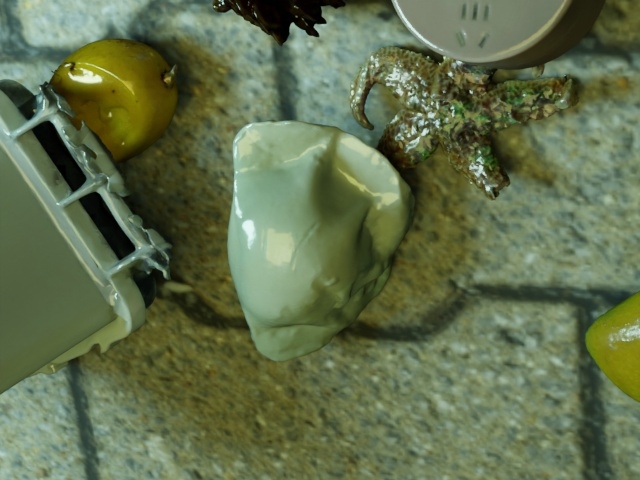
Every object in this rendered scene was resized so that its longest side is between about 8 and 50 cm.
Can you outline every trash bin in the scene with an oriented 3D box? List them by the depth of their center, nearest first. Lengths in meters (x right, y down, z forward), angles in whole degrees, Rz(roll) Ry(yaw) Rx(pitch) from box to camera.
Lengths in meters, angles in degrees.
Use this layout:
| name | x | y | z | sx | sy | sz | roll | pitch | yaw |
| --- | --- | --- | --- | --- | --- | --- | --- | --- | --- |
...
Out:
| name | x | y | z | sx | sy | sz | roll | pitch | yaw |
| --- | --- | --- | --- | --- | --- | --- | --- | --- | --- |
| trash bin | -0.336 | 0.056 | 1.221 | 0.296 | 0.368 | 0.256 | -21 | 104 | 49 |

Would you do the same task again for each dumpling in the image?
| name | x | y | z | sx | sy | sz | roll | pitch | yaw |
| --- | --- | --- | --- | --- | --- | --- | --- | --- | --- |
| dumpling | 0.000 | 0.000 | 1.235 | 0.151 | 0.124 | 0.229 | -4 | 127 | -6 |

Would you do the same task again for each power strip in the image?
| name | x | y | z | sx | sy | sz | roll | pitch | yaw |
| --- | --- | --- | --- | --- | --- | --- | --- | --- | --- |
| power strip | 0.128 | -0.199 | 1.078 | 0.154 | 0.078 | 0.154 | 0 | 90 | 27 |

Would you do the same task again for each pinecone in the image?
| name | x | y | z | sx | sy | sz | roll | pitch | yaw |
| --- | --- | --- | --- | --- | --- | --- | --- | --- | --- |
| pinecone | -0.036 | -0.216 | 1.140 | 0.140 | 0.140 | 0.121 | 34 | 93 | 6 |

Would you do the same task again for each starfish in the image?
| name | x | y | z | sx | sy | sz | roll | pitch | yaw |
| --- | --- | --- | --- | --- | --- | --- | --- | --- | --- |
| starfish | 0.102 | -0.098 | 1.190 | 0.210 | 0.053 | 0.150 | -38 | 82 | 36 |

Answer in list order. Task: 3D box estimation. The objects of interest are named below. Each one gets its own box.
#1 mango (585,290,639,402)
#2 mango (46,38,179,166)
| name | x | y | z | sx | sy | sz | roll | pitch | yaw |
| --- | --- | --- | --- | --- | --- | --- | --- | --- | --- |
| mango | 0.345 | 0.067 | 1.110 | 0.317 | 0.119 | 0.176 | -13 | 115 | 33 |
| mango | -0.185 | -0.112 | 1.287 | 0.187 | 0.066 | 0.101 | -29 | 105 | 39 |
